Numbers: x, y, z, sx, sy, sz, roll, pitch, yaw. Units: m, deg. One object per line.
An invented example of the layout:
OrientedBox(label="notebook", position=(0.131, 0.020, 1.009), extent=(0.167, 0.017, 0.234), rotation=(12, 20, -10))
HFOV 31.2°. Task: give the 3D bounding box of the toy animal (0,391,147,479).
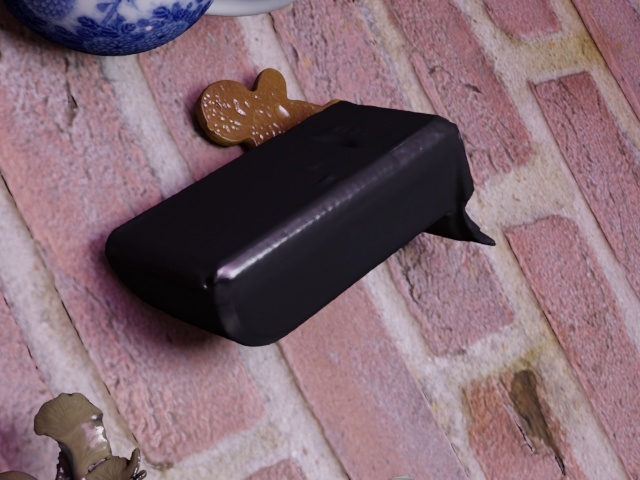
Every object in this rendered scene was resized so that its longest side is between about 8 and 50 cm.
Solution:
OrientedBox(label="toy animal", position=(-0.243, 0.211, 0.912), extent=(0.214, 0.094, 0.186), rotation=(16, 50, -21))

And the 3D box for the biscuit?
OrientedBox(label="biscuit", position=(-0.050, -0.124, 1.276), extent=(0.205, 0.031, 0.138), rotation=(12, 66, -35))

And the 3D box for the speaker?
OrientedBox(label="speaker", position=(0.000, 0.000, 1.161), extent=(0.388, 0.180, 0.184), rotation=(-33, 122, -34))

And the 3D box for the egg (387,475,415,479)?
OrientedBox(label="egg", position=(0.094, 0.303, 1.107), extent=(0.114, 0.114, 0.152), rotation=(-10, 73, -40))

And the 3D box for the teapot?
OrientedBox(label="teapot", position=(-0.191, -0.317, 1.100), extent=(0.424, 0.280, 0.252), rotation=(16, 60, -32))
